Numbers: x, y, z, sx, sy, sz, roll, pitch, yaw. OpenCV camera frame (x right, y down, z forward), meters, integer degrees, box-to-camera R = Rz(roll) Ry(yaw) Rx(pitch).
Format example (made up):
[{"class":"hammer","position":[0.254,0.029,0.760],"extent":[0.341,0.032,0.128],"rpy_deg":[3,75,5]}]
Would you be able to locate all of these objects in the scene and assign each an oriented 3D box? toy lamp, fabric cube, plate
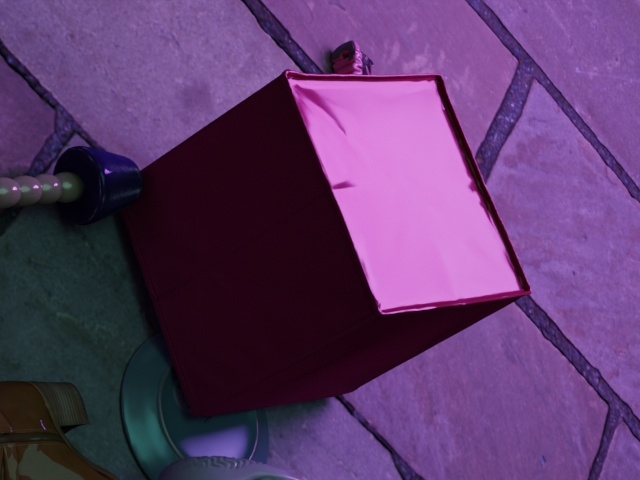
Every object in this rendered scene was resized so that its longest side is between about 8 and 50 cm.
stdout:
[{"class":"toy lamp","position":[-0.282,-0.047,1.795],"extent":[0.275,0.080,0.080],"rpy_deg":[-5,73,-47]},{"class":"fabric cube","position":[0.000,0.000,1.903],"extent":[0.254,0.258,0.259],"rpy_deg":[-4,68,-49]},{"class":"plate","position":[-0.115,0.174,1.893],"extent":[0.188,0.024,0.188],"rpy_deg":[23,56,-37]}]

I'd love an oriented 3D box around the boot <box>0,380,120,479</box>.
[{"class":"boot","position":[-0.256,0.217,1.691],"extent":[0.152,0.073,0.197],"rpy_deg":[-4,61,-48]}]

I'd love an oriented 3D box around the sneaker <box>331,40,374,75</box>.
[{"class":"sneaker","position":[0.044,-0.171,2.228],"extent":[0.057,0.047,0.119],"rpy_deg":[34,49,-45]}]

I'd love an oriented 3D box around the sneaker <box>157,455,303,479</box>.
[{"class":"sneaker","position":[-0.028,0.367,1.794],"extent":[0.366,0.137,0.210],"rpy_deg":[44,41,-26]}]
